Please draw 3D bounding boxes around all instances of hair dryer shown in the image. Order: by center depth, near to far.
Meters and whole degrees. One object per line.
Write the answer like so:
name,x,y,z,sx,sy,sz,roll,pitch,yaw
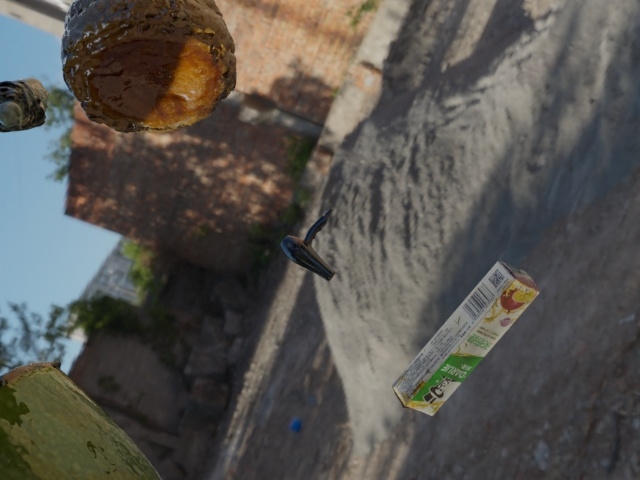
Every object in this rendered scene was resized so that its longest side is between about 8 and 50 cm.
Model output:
hair dryer,0.000,0.000,1.116,0.083,0.079,0.031,-55,-14,1

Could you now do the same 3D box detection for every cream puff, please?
cream puff,-0.179,-0.224,0.924,0.183,0.184,0.168,118,148,-51

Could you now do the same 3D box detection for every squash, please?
squash,-0.276,0.340,1.001,0.310,0.309,0.310,-57,-12,-18

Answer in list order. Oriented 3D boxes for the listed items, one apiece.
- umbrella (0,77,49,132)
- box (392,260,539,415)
umbrella,-0.337,-0.150,0.988,0.062,0.067,0.143,-66,17,12
box,0.167,0.116,1.036,0.207,0.050,0.041,-53,40,15
